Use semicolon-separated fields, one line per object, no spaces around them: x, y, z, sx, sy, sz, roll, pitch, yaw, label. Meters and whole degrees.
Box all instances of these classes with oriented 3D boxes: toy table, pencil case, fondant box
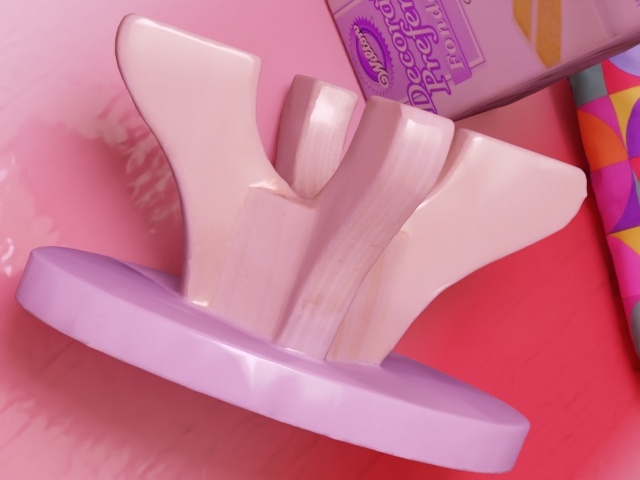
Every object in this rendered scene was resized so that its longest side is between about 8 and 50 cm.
0.000;0.000;0.800;0.274;0.252;0.161;17;96;-26;toy table
0.226;-0.021;0.964;0.104;0.104;0.236;-15;86;-25;pencil case
0.094;-0.202;0.810;0.096;0.330;0.238;-22;90;-23;fondant box
